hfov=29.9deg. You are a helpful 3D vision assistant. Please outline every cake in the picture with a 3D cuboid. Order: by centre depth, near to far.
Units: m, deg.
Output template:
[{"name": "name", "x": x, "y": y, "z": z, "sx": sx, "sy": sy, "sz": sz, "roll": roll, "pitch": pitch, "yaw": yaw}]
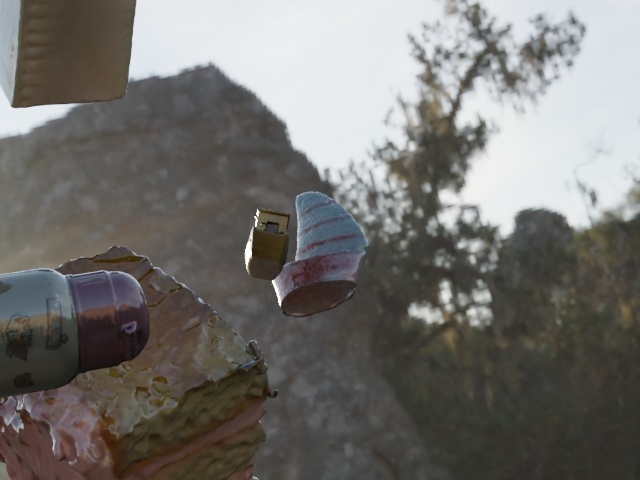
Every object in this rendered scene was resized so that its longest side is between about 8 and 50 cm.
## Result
[{"name": "cake", "x": -0.257, "y": 0.226, "z": 1.541, "sx": 0.293, "sy": 0.314, "sz": 0.307, "roll": -26, "pitch": -43, "yaw": -29}]

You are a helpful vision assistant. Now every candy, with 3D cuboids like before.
[{"name": "candy", "x": -0.409, "y": -0.392, "z": 1.917, "sx": 0.208, "sy": 0.145, "sz": 0.359, "roll": -11, "pitch": -48, "yaw": -30}]

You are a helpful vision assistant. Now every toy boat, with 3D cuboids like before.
[{"name": "toy boat", "x": -0.072, "y": 0.004, "z": 1.642, "sx": 0.057, "sy": 0.077, "sz": 0.200, "roll": 9, "pitch": -14, "yaw": -3}, {"name": "toy boat", "x": 0.000, "y": 0.000, "z": 2.269, "sx": 0.206, "sy": 0.282, "sz": 0.096, "roll": -26, "pitch": -50, "yaw": 24}]

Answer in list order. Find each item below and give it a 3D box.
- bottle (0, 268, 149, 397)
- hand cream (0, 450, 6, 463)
[{"name": "bottle", "x": -0.269, "y": 0.082, "z": 1.062, "sx": 0.233, "sy": 0.110, "sz": 0.110, "roll": -10, "pitch": -11, "yaw": -18}, {"name": "hand cream", "x": -0.425, "y": 0.259, "z": 1.842, "sx": 0.125, "sy": 0.193, "sz": 0.193, "roll": 5, "pitch": 3, "yaw": 32}]
